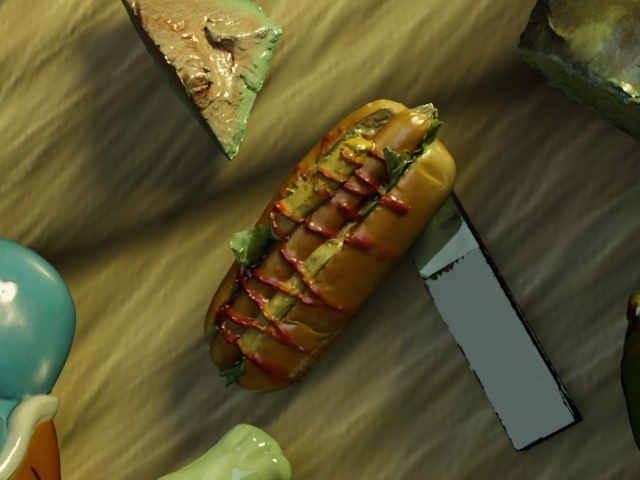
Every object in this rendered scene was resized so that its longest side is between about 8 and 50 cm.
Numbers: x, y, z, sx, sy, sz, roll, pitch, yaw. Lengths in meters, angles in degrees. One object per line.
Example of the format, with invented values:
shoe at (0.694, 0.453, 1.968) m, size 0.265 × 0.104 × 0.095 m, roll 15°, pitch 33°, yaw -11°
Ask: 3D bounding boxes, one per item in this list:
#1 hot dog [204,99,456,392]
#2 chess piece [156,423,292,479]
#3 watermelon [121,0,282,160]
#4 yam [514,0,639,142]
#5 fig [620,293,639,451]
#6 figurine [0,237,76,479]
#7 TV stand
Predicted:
hot dog at (0.000, 0.000, 1.055) m, size 0.104 × 0.076 × 0.250 m, roll 50°, pitch 116°, yaw 24°
chess piece at (-0.016, 0.233, 1.007) m, size 0.298 × 0.176 × 0.175 m, roll 21°, pitch 89°, yaw 19°
watermelon at (-0.094, -0.154, 1.139) m, size 0.101 × 0.080 × 0.155 m, roll -46°, pitch 57°, yaw -3°
yam at (0.278, -0.212, 0.949) m, size 0.241 × 0.241 × 0.348 m, roll 27°, pitch 94°, yaw 18°
fig at (0.264, 0.078, 0.909) m, size 0.195 × 0.245 × 0.195 m, roll -9°, pitch 74°, yaw 32°
figurine at (-0.282, 0.203, 1.070) m, size 0.243 × 0.298 × 0.416 m, roll -3°, pitch 83°, yaw -18°
TV stand at (0.099, 0.025, 1.066) m, size 0.049 × 0.040 × 0.256 m, roll -32°, pitch 75°, yaw 12°
